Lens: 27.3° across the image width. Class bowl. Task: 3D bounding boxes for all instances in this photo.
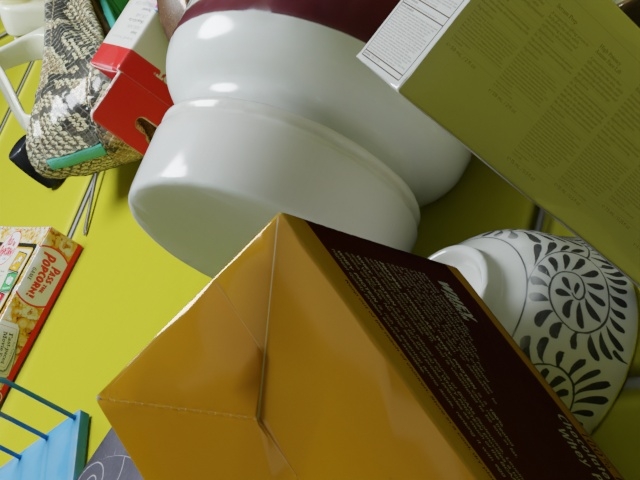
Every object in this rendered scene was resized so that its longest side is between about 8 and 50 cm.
[{"bbox_3d":[0.095,0.053,0.780,0.170,0.080,0.170,-33,37,30],"label":"bowl"}]

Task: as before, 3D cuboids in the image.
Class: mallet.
[{"bbox_3d":[-0.311,-0.126,1.543,0.039,0.062,0.190,-38,20,23],"label":"mallet"}]

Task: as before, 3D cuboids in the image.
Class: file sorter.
[{"bbox_3d":[-0.295,0.213,1.128,0.170,0.104,0.118,-36,37,27],"label":"file sorter"}]

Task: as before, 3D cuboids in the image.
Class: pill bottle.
[{"bbox_3d":[0.026,-0.160,0.934,0.224,0.224,0.392,-5,57,51],"label":"pill bottle"}]

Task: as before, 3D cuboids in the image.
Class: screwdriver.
[{"bbox_3d":[-0.236,-0.074,1.409,0.024,0.025,0.170,-27,50,37],"label":"screwdriver"}]

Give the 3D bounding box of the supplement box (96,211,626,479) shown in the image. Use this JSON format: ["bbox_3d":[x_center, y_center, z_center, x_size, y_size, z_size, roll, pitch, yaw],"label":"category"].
[{"bbox_3d":[0.037,0.111,0.629,0.129,0.194,0.191,-44,64,16],"label":"supplement box"}]

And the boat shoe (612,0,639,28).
[{"bbox_3d":[0.190,-0.150,0.878,0.135,0.050,0.045,-19,42,30],"label":"boat shoe"}]

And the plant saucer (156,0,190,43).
[{"bbox_3d":[-0.048,-0.224,1.141,0.199,0.198,0.036,-58,-9,-4],"label":"plant saucer"}]

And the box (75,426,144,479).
[{"bbox_3d":[-0.063,0.225,0.770,0.163,0.142,0.247,-56,31,-2],"label":"box"}]

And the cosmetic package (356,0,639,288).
[{"bbox_3d":[0.138,-0.058,0.672,0.099,0.239,0.060,-50,31,8],"label":"cosmetic package"}]

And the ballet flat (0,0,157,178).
[{"bbox_3d":[-0.278,-0.236,1.452,0.182,0.164,0.483,-21,41,7],"label":"ballet flat"}]

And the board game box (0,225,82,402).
[{"bbox_3d":[-0.339,0.078,1.369,0.146,0.045,0.193,2,63,54],"label":"board game box"}]

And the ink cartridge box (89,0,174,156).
[{"bbox_3d":[-0.117,-0.182,1.230,0.231,0.134,0.078,-58,32,-5],"label":"ink cartridge box"}]
